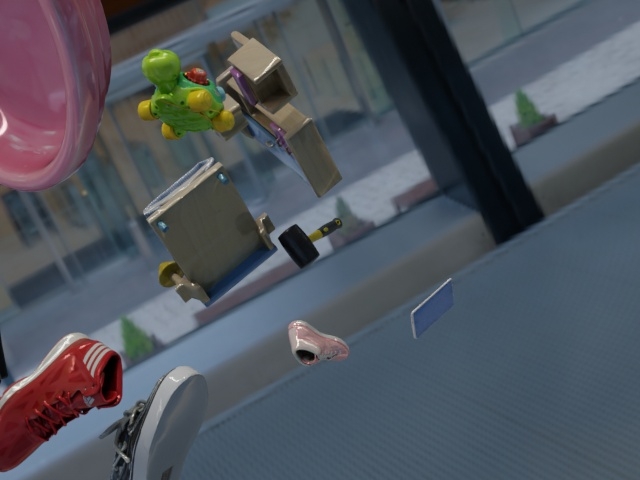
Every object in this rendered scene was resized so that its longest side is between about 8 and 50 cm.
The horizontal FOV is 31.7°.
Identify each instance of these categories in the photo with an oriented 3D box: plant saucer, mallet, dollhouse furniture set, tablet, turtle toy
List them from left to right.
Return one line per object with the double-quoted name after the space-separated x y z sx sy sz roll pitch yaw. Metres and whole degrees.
-0.312 -0.210 1.071 0.332 0.332 0.084 -2 26 47 "plant saucer"
-0.159 -0.168 1.288 0.095 0.130 0.066 -6 64 26 "turtle toy"
-0.173 -0.110 1.607 0.303 0.286 0.198 -41 49 -10 "dollhouse furniture set"
0.000 0.000 1.704 0.039 0.062 0.189 -38 -10 25 "mallet"
0.154 0.093 1.542 0.006 0.054 0.083 30 56 36 "tablet"

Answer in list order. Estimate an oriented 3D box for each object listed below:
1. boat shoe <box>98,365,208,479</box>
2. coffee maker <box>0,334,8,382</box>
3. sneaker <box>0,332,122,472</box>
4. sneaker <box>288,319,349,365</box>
-0.240 0.278 1.562 0.105 0.306 0.113 36 42 23 "boat shoe"
-0.454 0.093 1.430 0.120 0.178 0.171 -2 12 4 "coffee maker"
-0.352 0.221 1.508 0.128 0.087 0.221 8 58 45 "sneaker"
-0.002 0.194 1.944 0.051 0.134 0.070 -36 40 29 "sneaker"
